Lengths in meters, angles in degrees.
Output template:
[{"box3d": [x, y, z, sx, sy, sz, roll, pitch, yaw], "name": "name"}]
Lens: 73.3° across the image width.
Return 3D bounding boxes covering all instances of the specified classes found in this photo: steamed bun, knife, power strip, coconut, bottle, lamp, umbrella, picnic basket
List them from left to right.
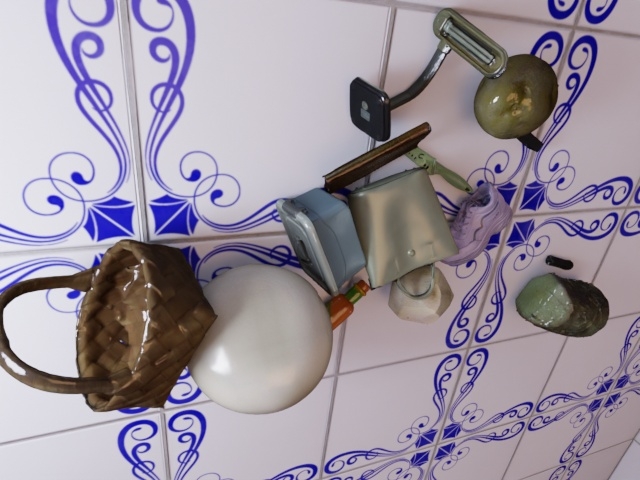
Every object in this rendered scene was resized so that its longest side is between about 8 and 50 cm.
[{"box3d": [-0.410, 0.156, 0.781, 0.337, 0.293, 0.337, -24, 139, -23], "name": "picnic basket"}, {"box3d": [-0.132, 0.199, 0.914, 0.324, 0.324, 0.206, -23, 156, -10], "name": "steamed bun"}, {"box3d": [0.054, 0.176, 1.143, 0.187, 0.069, 0.069, -42, 125, 1], "name": "bottle"}, {"box3d": [0.269, 0.143, 1.148, 0.162, 0.161, 0.161, 13, 118, 13], "name": "coconut"}, {"box3d": [0.213, -0.308, 0.867, 0.283, 0.203, 0.124, -38, 144, -4], "name": "lamp"}, {"box3d": [0.288, -0.178, 1.074, 0.293, 0.020, 0.043, 26, 107, -32], "name": "knife"}, {"box3d": [0.534, -0.267, 1.119, 0.111, 0.038, 0.029, 23, 108, -31], "name": "power strip"}, {"box3d": [0.793, 0.076, 1.428, 0.133, 0.031, 0.036, 13, 138, -29], "name": "umbrella"}]

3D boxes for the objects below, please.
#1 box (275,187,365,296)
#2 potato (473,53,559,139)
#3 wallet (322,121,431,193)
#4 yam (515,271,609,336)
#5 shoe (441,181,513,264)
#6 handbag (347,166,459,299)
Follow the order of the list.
[{"box3d": [0.000, 0.000, 0.968, 0.130, 0.162, 0.227, -31, 125, -17], "name": "box"}, {"box3d": [0.451, -0.325, 0.985, 0.235, 0.160, 0.178, -5, 145, -37], "name": "potato"}, {"box3d": [0.116, -0.177, 0.939, 0.243, 0.133, 0.039, -29, 87, -1], "name": "wallet"}, {"box3d": [0.796, 0.213, 1.416, 0.271, 0.201, 0.202, 20, 107, -24], "name": "yam"}, {"box3d": [0.401, -0.044, 1.157, 0.245, 0.095, 0.138, -41, 123, -1], "name": "shoe"}, {"box3d": [0.203, 0.000, 1.012, 0.241, 0.109, 0.316, -21, 96, -9], "name": "handbag"}]
